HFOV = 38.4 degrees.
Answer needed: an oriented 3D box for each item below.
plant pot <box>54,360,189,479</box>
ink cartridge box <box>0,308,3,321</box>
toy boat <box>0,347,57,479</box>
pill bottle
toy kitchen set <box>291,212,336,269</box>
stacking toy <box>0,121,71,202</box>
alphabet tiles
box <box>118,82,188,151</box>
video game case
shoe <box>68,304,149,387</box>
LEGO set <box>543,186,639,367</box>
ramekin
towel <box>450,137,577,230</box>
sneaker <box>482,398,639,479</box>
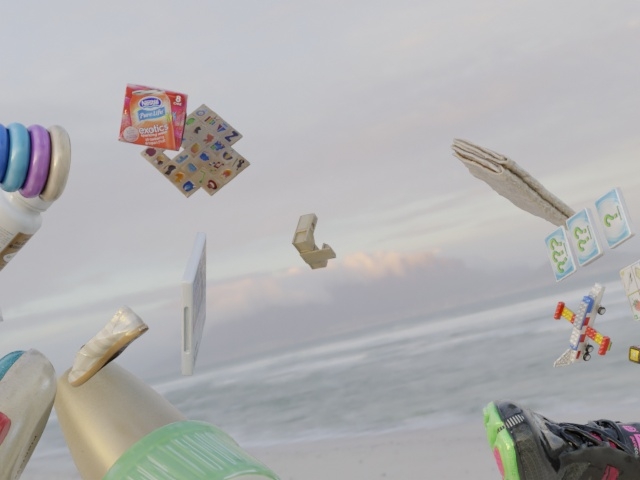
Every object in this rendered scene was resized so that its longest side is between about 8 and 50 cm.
[{"bbox_3d":[-0.426,0.377,1.898,0.256,0.274,0.256,-39,-10,-8],"label":"plant pot"},{"bbox_3d":[-0.754,0.104,1.733,0.232,0.168,0.171,-14,-1,-3],"label":"ink cartridge box"},{"bbox_3d":[-0.481,0.252,1.273,0.148,0.268,0.318,23,-21,1],"label":"toy boat"},{"bbox_3d":[-0.658,-0.044,1.920,0.229,0.131,0.131,-45,-14,12],"label":"pill bottle"},{"bbox_3d":[0.000,0.000,1.791,0.068,0.075,0.083,-11,-46,29],"label":"toy kitchen set"},{"bbox_3d":[-0.607,-0.150,1.575,0.330,0.141,0.141,5,-15,-32],"label":"stacking toy"},{"bbox_3d":[-0.277,-0.202,2.127,0.198,0.237,0.009,-40,-33,-14],"label":"alphabet tiles"},{"bbox_3d":[-0.352,-0.266,1.964,0.128,0.123,0.257,10,8,-9],"label":"box"},{"bbox_3d":[-0.223,0.108,1.623,0.023,0.184,0.201,3,24,-1],"label":"video game case"},{"bbox_3d":[-0.381,0.186,1.610,0.219,0.058,0.076,-39,1,31],"label":"shoe"},{"bbox_3d":[0.387,0.071,1.307,0.060,0.244,0.182,-1,-23,-25],"label":"LEGO set"},{"bbox_3d":[-0.179,0.426,1.315,0.148,0.304,0.303,17,17,42],"label":"ramekin"},{"bbox_3d":[0.389,-0.105,1.824,0.282,0.049,0.187,32,4,-32],"label":"towel"},{"bbox_3d":[0.434,0.346,1.510,0.202,0.185,0.482,-38,-43,26],"label":"sneaker"}]
